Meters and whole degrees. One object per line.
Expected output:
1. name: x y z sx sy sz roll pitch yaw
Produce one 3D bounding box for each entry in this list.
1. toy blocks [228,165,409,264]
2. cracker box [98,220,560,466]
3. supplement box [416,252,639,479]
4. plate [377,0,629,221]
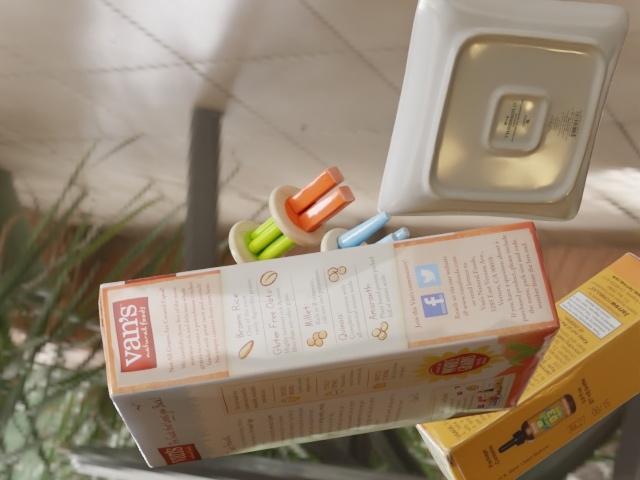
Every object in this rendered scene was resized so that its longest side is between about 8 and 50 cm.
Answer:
1. toy blocks: 0.000 0.000 0.856 0.054 0.123 0.148 26 134 -34
2. cracker box: 0.003 0.063 0.681 0.232 0.067 0.155 -9 157 -5
3. supplement box: 0.189 0.111 0.982 0.080 0.233 0.078 43 164 54
4. plate: 0.222 -0.146 1.410 0.278 0.277 0.045 1 -157 -22
